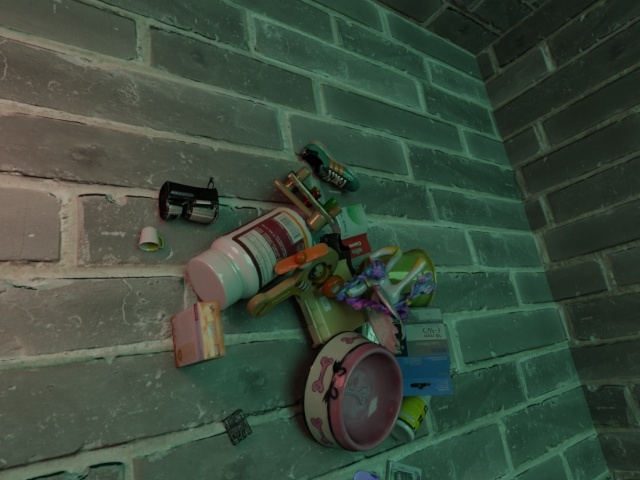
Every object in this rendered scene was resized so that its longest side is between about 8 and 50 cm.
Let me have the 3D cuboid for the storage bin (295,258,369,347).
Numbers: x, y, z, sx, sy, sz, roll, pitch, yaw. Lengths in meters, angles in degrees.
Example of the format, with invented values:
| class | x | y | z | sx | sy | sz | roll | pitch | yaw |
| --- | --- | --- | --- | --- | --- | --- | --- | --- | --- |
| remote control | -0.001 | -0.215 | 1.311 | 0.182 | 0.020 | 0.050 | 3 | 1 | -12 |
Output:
| class | x | y | z | sx | sy | sz | roll | pitch | yaw |
| --- | --- | --- | --- | --- | --- | --- | --- | --- | --- |
| storage bin | 0.027 | 0.238 | 1.610 | 0.260 | 0.123 | 0.263 | -18 | 83 | -40 |

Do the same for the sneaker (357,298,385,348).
| class | x | y | z | sx | sy | sz | roll | pitch | yaw |
| --- | --- | --- | --- | --- | --- | --- | --- | --- | --- |
| sneaker | 0.188 | 0.356 | 1.712 | 0.094 | 0.090 | 0.235 | -9 | 75 | -30 |

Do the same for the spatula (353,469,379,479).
| class | x | y | z | sx | sy | sz | roll | pitch | yaw |
| --- | --- | --- | --- | --- | --- | --- | --- | --- | --- |
| spatula | 0.247 | 0.918 | 1.521 | 0.296 | 0.030 | 0.084 | 30 | 53 | -14 |

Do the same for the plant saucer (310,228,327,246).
| class | x | y | z | sx | sy | sz | roll | pitch | yaw |
| --- | --- | --- | --- | --- | --- | --- | --- | --- | --- |
| plant saucer | 0.000 | 0.000 | 1.757 | 0.119 | 0.021 | 0.120 | 15 | 63 | -32 |

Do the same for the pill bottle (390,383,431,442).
| class | x | y | z | sx | sy | sz | roll | pitch | yaw |
| --- | --- | --- | --- | --- | --- | --- | --- | --- | --- |
| pill bottle | 0.355 | 0.679 | 1.675 | 0.119 | 0.119 | 0.208 | 52 | 50 | -7 |

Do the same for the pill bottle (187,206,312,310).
| class | x | y | z | sx | sy | sz | roll | pitch | yaw |
| --- | --- | --- | --- | --- | --- | --- | --- | --- | --- |
| pill bottle | -0.229 | 0.057 | 1.423 | 0.392 | 0.224 | 0.224 | -34 | 93 | -41 |

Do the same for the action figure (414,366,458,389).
| class | x | y | z | sx | sy | sz | roll | pitch | yaw |
| --- | --- | --- | --- | --- | --- | --- | --- | --- | --- |
| action figure | 0.435 | 0.517 | 1.725 | 0.185 | 0.099 | 0.285 | -18 | 41 | -29 |

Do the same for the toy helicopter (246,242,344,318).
| class | x | y | z | sx | sy | sz | roll | pitch | yaw |
| --- | --- | --- | --- | --- | --- | --- | --- | --- | --- |
| toy helicopter | -0.082 | 0.131 | 1.365 | 0.354 | 0.235 | 0.140 | -31 | 56 | -24 |

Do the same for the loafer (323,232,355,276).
| class | x | y | z | sx | sy | sz | roll | pitch | yaw |
| --- | --- | --- | --- | --- | --- | --- | --- | --- | --- |
| loafer | 0.091 | 0.063 | 1.737 | 0.220 | 0.078 | 0.080 | 59 | 29 | -17 |

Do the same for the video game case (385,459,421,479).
| class | x | y | z | sx | sy | sz | roll | pitch | yaw |
| --- | --- | --- | --- | --- | --- | --- | --- | --- | --- |
| video game case | 0.312 | 0.951 | 1.589 | 0.173 | 0.022 | 0.191 | 28 | 57 | -25 |

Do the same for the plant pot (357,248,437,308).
| class | x | y | z | sx | sy | sz | roll | pitch | yaw |
| --- | --- | --- | --- | --- | --- | --- | --- | --- | --- |
| plant pot | 0.304 | 0.165 | 1.789 | 0.253 | 0.276 | 0.277 | 4 | 68 | -24 |

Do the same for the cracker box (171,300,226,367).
| class | x | y | z | sx | sy | sz | roll | pitch | yaw |
| --- | --- | --- | --- | --- | --- | --- | --- | --- | --- |
| cracker box | -0.358 | 0.276 | 1.222 | 0.067 | 0.232 | 0.156 | 1 | 71 | -37 |

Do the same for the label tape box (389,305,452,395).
| class | x | y | z | sx | sy | sz | roll | pitch | yaw |
| --- | --- | --- | --- | --- | --- | --- | --- | --- | --- |
| label tape box | 0.381 | 0.432 | 1.673 | 0.240 | 0.106 | 0.334 | -5 | 48 | 6 |

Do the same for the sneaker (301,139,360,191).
| class | x | y | z | sx | sy | sz | roll | pitch | yaw |
| --- | --- | --- | --- | --- | --- | --- | --- | --- | --- |
| sneaker | 0.040 | -0.305 | 1.870 | 0.302 | 0.108 | 0.121 | 39 | 52 | -8 |

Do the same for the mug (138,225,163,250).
| class | x | y | z | sx | sy | sz | roll | pitch | yaw |
| --- | --- | --- | --- | --- | --- | --- | --- | --- | --- |
| mug | -0.538 | -0.005 | 1.331 | 0.062 | 0.078 | 0.064 | -8 | 64 | -6 |

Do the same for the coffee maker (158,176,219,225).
| class | x | y | z | sx | sy | sz | roll | pitch | yaw |
| --- | --- | --- | --- | --- | --- | --- | --- | --- | --- |
| coffee maker | -0.449 | -0.140 | 1.425 | 0.178 | 0.120 | 0.171 | 8 | 43 | -36 |

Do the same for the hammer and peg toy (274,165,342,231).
| class | x | y | z | sx | sy | sz | roll | pitch | yaw |
| --- | --- | --- | --- | --- | --- | --- | --- | --- | --- |
| hammer and peg toy | -0.037 | -0.167 | 1.605 | 0.266 | 0.127 | 0.361 | 49 | 5 | -9 |

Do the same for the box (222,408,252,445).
| class | x | y | z | sx | sy | sz | roll | pitch | yaw |
| --- | --- | --- | --- | --- | --- | --- | --- | --- | --- |
| box | -0.258 | 0.580 | 1.311 | 0.067 | 0.018 | 0.083 | -25 | 87 | -41 |

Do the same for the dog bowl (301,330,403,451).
| class | x | y | z | sx | sy | sz | roll | pitch | yaw |
| --- | --- | --- | --- | --- | --- | --- | --- | --- | --- |
| dog bowl | 0.133 | 0.532 | 1.469 | 0.407 | 0.150 | 0.409 | 0 | 89 | -43 |

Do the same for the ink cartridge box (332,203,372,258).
| class | x | y | z | sx | sy | sz | roll | pitch | yaw |
| --- | --- | --- | --- | --- | --- | --- | --- | --- | --- |
| ink cartridge box | 0.146 | -0.042 | 1.869 | 0.180 | 0.056 | 0.225 | -16 | 79 | -40 |

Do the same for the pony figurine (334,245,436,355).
| class | x | y | z | sx | sy | sz | roll | pitch | yaw |
| --- | --- | --- | --- | --- | --- | --- | --- | --- | --- |
| pony figurine | 0.241 | 0.198 | 1.531 | 0.363 | 0.303 | 0.351 | -30 | 63 | -20 |
